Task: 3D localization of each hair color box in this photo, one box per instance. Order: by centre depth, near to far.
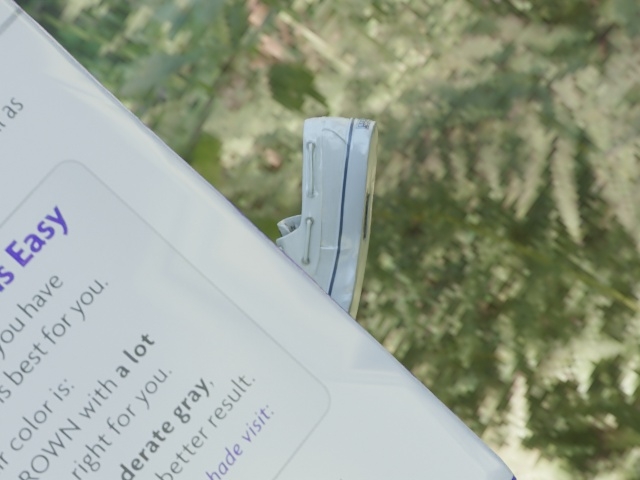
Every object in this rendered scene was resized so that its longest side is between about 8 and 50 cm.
[{"bbox_3d":[-0.136,0.024,0.480,0.185,0.339,0.110,-50,10,-21],"label":"hair color box"}]

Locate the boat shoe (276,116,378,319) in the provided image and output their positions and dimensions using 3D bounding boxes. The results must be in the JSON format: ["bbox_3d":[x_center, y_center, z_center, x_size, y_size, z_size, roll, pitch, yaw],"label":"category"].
[{"bbox_3d":[0.000,0.000,0.702,0.035,0.035,0.100,-50,-34,-73],"label":"boat shoe"}]
